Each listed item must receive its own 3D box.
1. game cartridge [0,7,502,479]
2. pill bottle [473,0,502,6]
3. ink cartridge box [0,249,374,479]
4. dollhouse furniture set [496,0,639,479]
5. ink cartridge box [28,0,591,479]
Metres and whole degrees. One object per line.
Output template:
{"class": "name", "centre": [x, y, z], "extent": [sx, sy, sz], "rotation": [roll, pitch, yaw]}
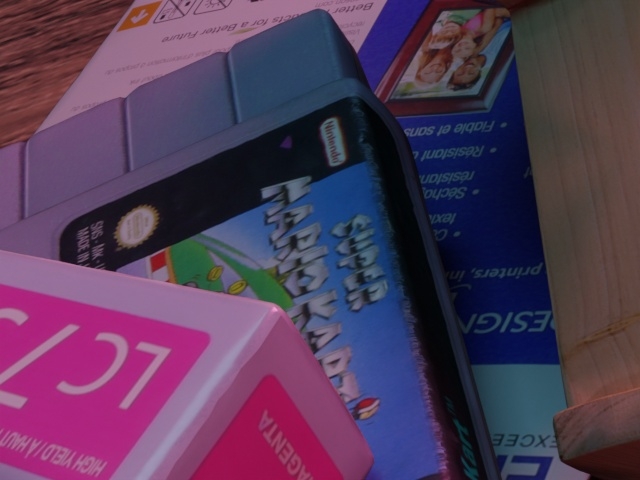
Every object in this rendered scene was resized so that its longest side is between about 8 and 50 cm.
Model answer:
{"class": "game cartridge", "centre": [-0.065, 0.083, 0.459], "extent": [0.230, 0.068, 0.355], "rotation": [-27, 37, 12]}
{"class": "pill bottle", "centre": [0.165, -0.129, 0.514], "extent": [0.301, 0.169, 0.169], "rotation": [8, 18, -24]}
{"class": "ink cartridge box", "centre": [-0.145, 0.128, 0.369], "extent": [0.185, 0.065, 0.311], "rotation": [9, 54, 41]}
{"class": "dollhouse furniture set", "centre": [0.155, -0.021, 0.397], "extent": [0.183, 0.129, 0.129], "rotation": [-23, 58, 32]}
{"class": "ink cartridge box", "centre": [0.000, 0.000, 0.627], "extent": [0.303, 0.072, 0.307], "rotation": [-3, 43, 32]}
